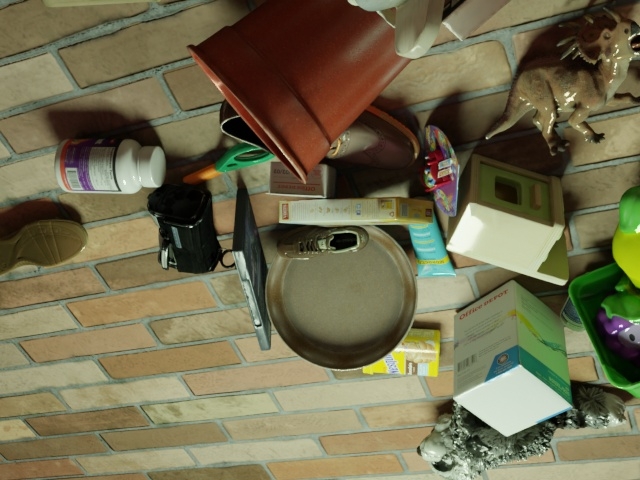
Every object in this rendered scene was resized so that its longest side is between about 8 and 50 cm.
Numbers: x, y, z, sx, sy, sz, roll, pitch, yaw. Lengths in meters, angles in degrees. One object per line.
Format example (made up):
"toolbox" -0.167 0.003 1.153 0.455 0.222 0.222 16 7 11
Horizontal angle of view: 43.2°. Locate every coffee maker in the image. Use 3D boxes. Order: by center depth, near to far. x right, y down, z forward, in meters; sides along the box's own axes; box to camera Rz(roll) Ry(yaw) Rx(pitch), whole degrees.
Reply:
"coffee maker" -0.254 -0.025 1.635 0.171 0.120 0.178 -5 145 -5

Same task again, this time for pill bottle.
"pill bottle" -0.406 -0.145 1.574 0.193 0.108 0.108 2 131 11
"pill bottle" 0.533 0.122 1.628 0.067 0.067 0.120 12 133 2

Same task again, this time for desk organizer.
"desk organizer" 0.251 -0.376 1.262 0.050 0.047 0.130 36 129 -22

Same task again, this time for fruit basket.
"fruit basket" 0.636 0.077 1.423 0.392 0.283 0.392 -7 140 -6

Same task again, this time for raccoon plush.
"raccoon plush" 0.454 0.479 1.886 0.446 0.216 0.299 10 140 4

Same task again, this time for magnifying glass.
"magnifying glass" -0.177 -0.148 1.554 0.231 0.026 0.092 -20 166 36

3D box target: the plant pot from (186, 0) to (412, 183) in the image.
"plant pot" -0.015 -0.275 1.235 0.265 0.272 0.272 -42 118 -2

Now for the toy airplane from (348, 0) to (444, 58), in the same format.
"toy airplane" 0.120 -0.470 0.979 0.272 0.386 0.384 6 133 -9

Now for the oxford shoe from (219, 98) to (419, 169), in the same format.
"oxford shoe" -0.004 -0.179 1.436 0.364 0.133 0.130 14 132 0

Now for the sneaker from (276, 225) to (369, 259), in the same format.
"sneaker" 0.000 0.000 1.586 0.188 0.071 0.066 -10 90 8

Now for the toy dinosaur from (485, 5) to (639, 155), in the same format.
"toy dinosaur" 0.391 -0.261 1.291 0.296 0.127 0.200 -11 121 37

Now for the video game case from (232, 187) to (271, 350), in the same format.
"video game case" -0.135 0.060 1.637 0.026 0.196 0.274 -8 130 5

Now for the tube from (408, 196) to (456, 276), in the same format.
"tube" 0.214 0.003 1.612 0.080 0.052 0.207 3 138 26

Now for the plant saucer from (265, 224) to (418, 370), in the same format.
"plant saucer" 0.044 0.107 1.645 0.310 0.050 0.310 0 93 10

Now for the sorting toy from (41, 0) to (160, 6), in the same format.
"sorting toy" -0.392 -0.517 1.284 0.229 0.041 0.307 2 132 11

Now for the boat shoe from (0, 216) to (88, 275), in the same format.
"boat shoe" -0.629 0.007 1.787 0.285 0.089 0.104 -11 102 18

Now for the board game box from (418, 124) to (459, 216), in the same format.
"board game box" 0.200 -0.121 1.442 0.033 0.133 0.168 -16 133 -13

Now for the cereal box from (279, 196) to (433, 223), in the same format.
"cereal box" 0.067 -0.053 1.490 0.240 0.173 0.047 0 90 28

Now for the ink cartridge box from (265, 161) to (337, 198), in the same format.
"ink cartridge box" -0.032 -0.110 1.475 0.104 0.181 0.061 4 93 9

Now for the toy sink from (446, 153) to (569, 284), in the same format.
"toy sink" 0.362 -0.042 1.465 0.234 0.153 0.131 18 132 -2

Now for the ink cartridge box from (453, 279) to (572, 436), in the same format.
"ink cartridge box" 0.389 0.239 1.653 0.168 0.232 0.171 37 128 -22

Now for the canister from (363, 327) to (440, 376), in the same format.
"canister" 0.182 0.249 1.817 0.170 0.073 0.126 2 132 9

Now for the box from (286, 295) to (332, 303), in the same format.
"box" -0.015 0.130 1.745 0.102 0.087 0.101 4 132 8
